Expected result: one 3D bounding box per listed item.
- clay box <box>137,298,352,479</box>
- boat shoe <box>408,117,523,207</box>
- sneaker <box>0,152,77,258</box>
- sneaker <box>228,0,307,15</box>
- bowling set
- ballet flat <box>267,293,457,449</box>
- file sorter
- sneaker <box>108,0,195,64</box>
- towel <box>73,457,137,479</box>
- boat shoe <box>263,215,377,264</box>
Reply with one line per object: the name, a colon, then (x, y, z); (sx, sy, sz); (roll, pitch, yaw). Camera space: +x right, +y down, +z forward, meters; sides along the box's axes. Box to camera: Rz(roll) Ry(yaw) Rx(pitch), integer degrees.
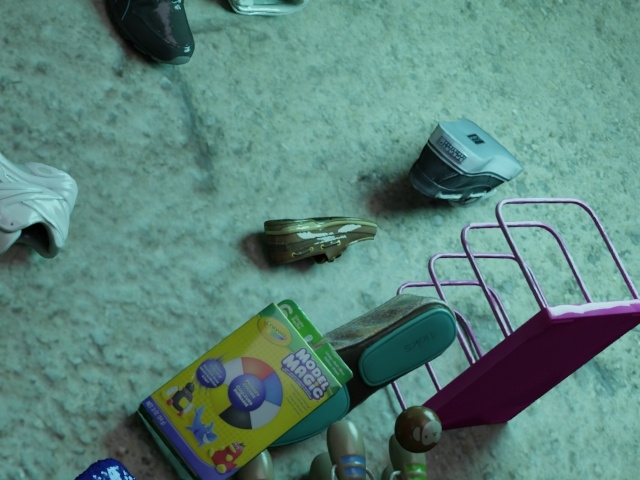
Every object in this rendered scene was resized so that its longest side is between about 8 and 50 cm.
clay box: (-0.079, 0.168, 1.952); (0.222, 0.053, 0.127); (-38, 84, -17)
boat shoe: (0.201, -0.099, 2.449); (0.113, 0.105, 0.306); (43, 15, 9)
sneaker: (-0.370, -0.043, 1.914); (0.232, 0.090, 0.115); (16, 54, -31)
sneaker: (-0.133, -0.411, 2.390); (0.293, 0.108, 0.169); (17, 47, -34)
bowling set: (0.059, 0.288, 1.966); (0.287, 0.200, 0.154); (9, 56, -32)
ballet flat: (0.016, 0.153, 2.076); (0.316, 0.106, 0.107); (-23, 117, -20)
file sorter: (0.226, 0.091, 2.188); (0.202, 0.291, 0.182); (-1, 58, -42)
sneaker: (-0.229, -0.354, 2.264); (0.101, 0.106, 0.267); (-12, 70, -47)
towel: (-0.193, 0.391, 1.754); (0.308, 0.076, 0.228); (53, 37, 1)
boat shoe: (0.000, 0.000, 2.237); (0.178, 0.064, 0.060); (-4, 94, -42)
